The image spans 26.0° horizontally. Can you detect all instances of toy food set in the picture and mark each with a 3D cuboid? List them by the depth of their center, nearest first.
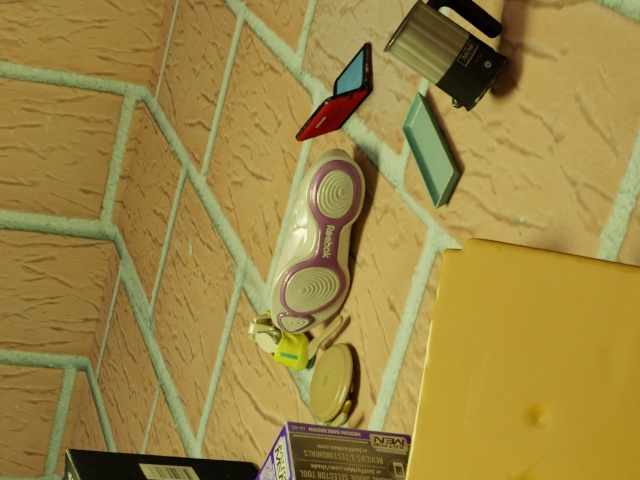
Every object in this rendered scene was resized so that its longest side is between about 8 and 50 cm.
[{"bbox_3d":[0.022,0.219,2.110,0.132,0.038,0.192,-48,34,45],"label":"toy food set"}]

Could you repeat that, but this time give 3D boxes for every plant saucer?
[{"bbox_3d":[0.151,-0.125,1.907,0.192,0.018,0.067,-108,33,-48],"label":"plant saucer"}]

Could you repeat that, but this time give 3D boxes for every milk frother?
[{"bbox_3d":[0.152,-0.233,1.773,0.143,0.135,0.129,-49,7,51],"label":"milk frother"}]

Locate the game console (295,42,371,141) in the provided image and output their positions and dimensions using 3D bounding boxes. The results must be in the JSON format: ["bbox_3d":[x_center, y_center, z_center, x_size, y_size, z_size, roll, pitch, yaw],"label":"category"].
[{"bbox_3d":[0.018,-0.235,2.209,0.085,0.124,0.144,63,150,12],"label":"game console"}]

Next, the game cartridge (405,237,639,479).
[{"bbox_3d":[0.226,0.172,1.363,0.285,0.053,0.323,12,93,35],"label":"game cartridge"}]

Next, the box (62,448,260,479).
[{"bbox_3d":[-0.273,0.537,2.331,0.179,0.343,0.312,-145,64,-66],"label":"box"}]

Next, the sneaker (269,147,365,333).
[{"bbox_3d":[0.000,0.000,2.173,0.152,0.114,0.305,-101,28,-71],"label":"sneaker"}]

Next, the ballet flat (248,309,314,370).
[{"bbox_3d":[-0.078,0.158,2.324,0.231,0.077,0.077,-143,62,-67],"label":"ballet flat"}]

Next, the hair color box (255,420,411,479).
[{"bbox_3d":[-0.011,0.398,1.910,0.110,0.185,0.339,-101,28,-43],"label":"hair color box"}]
